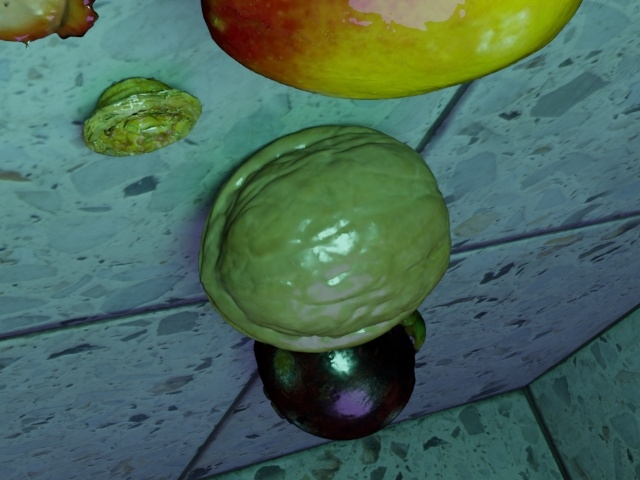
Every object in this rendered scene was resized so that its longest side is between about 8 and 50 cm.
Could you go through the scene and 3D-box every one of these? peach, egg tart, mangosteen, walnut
[{"bbox_3d":[0.053,-0.233,0.594,0.289,0.289,0.308,-38,178,34],"label":"peach"},{"bbox_3d":[-0.188,-0.130,0.953,0.128,0.049,0.129,-19,163,-6],"label":"egg tart"},{"bbox_3d":[0.037,0.188,1.576,0.311,0.311,0.311,-18,157,-8],"label":"mangosteen"},{"bbox_3d":[0.001,0.002,1.137,0.313,0.277,0.252,-22,120,-12],"label":"walnut"}]

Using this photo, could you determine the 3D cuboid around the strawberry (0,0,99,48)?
[{"bbox_3d":[-0.174,-0.266,0.525,0.253,0.150,0.280,-19,151,9],"label":"strawberry"}]
